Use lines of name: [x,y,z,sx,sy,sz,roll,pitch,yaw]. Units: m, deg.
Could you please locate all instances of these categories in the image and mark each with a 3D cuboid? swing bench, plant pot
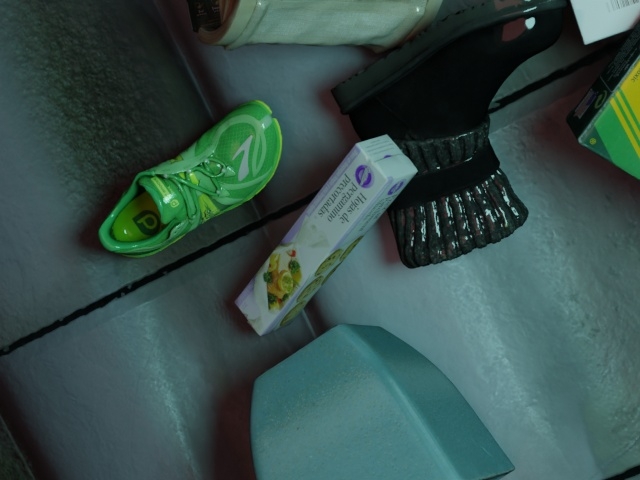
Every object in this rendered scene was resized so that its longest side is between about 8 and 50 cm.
swing bench: [0.002,-0.347,1.473,0.253,0.165,0.255,-3,99,-25]
plant pot: [0.051,0.246,1.588,0.247,0.247,0.252,-35,73,17]

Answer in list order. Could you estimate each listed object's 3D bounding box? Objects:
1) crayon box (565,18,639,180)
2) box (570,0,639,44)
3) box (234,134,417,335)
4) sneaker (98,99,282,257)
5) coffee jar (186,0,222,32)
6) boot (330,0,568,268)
crayon box: [0.456,-0.120,1.367,0.318,0.081,0.202,29,110,-13]
box: [0.354,-0.289,1.447,0.130,0.170,0.091,-18,95,16]
box: [0.000,0.000,1.581,0.063,0.067,0.324,51,129,15]
sneaker: [-0.168,-0.066,1.645,0.295,0.123,0.109,-39,88,16]
coffee jar: [-0.136,-0.360,1.594,0.096,0.079,0.184,-8,109,15]
boot: [0.190,-0.130,1.508,0.348,0.131,0.260,-26,88,44]
